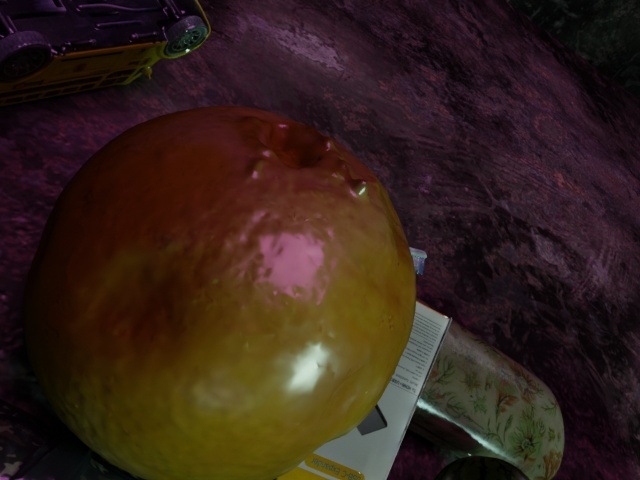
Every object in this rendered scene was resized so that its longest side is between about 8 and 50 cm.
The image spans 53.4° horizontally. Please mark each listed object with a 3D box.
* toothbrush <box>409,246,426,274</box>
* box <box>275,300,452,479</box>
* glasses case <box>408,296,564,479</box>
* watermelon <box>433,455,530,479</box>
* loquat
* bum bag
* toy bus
[{"bbox_3d":[0.001,-0.005,0.891,0.418,0.042,0.040,14,82,-37],"label":"toothbrush"},{"bbox_3d":[0.046,0.171,0.712,0.129,0.033,0.247,30,78,-19],"label":"box"},{"bbox_3d":[0.162,0.184,0.843,0.425,0.098,0.156,33,53,-19],"label":"glasses case"},{"bbox_3d":[0.189,0.340,0.712,0.141,0.141,0.187,15,56,-35],"label":"watermelon"},{"bbox_3d":[-0.081,0.046,0.550,0.328,0.328,0.328,25,45,-27],"label":"loquat"},{"bbox_3d":[-0.214,0.194,0.504,0.248,0.069,0.102,31,6,-19],"label":"bum bag"},{"bbox_3d":[-0.289,-0.246,0.730,0.330,0.152,0.144,-30,87,-49],"label":"toy bus"}]
